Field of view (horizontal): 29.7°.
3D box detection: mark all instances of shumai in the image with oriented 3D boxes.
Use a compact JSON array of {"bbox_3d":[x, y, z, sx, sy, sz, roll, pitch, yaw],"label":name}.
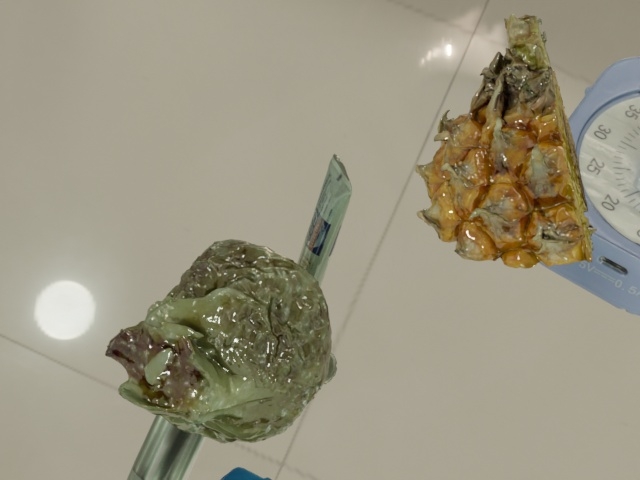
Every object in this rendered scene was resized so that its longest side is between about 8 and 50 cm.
[{"bbox_3d":[-0.119,0.138,1.398,0.189,0.218,0.256,19,113,33],"label":"shumai"}]

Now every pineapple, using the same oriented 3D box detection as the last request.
[{"bbox_3d":[0.137,-0.089,0.982,0.139,0.250,0.164,-11,129,14],"label":"pineapple"}]

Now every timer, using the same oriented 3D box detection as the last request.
[{"bbox_3d":[0.499,-0.067,1.671,0.395,0.173,0.395,3,53,-4],"label":"timer"}]

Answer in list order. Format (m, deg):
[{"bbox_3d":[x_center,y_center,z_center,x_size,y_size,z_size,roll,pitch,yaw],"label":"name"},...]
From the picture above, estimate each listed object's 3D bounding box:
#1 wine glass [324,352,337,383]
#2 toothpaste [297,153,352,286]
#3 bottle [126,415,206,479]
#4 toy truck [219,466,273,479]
[{"bbox_3d":[-0.013,0.154,1.823,0.066,0.198,0.066,-1,105,-4],"label":"wine glass"},{"bbox_3d":[0.000,0.000,1.488,0.038,0.233,0.060,-4,45,-24],"label":"toothpaste"},{"bbox_3d":[-0.197,0.282,1.689,0.096,0.079,0.254,23,101,-15],"label":"bottle"},{"bbox_3d":[-0.171,0.446,1.412,0.161,0.162,0.385,27,59,38],"label":"toy truck"}]
